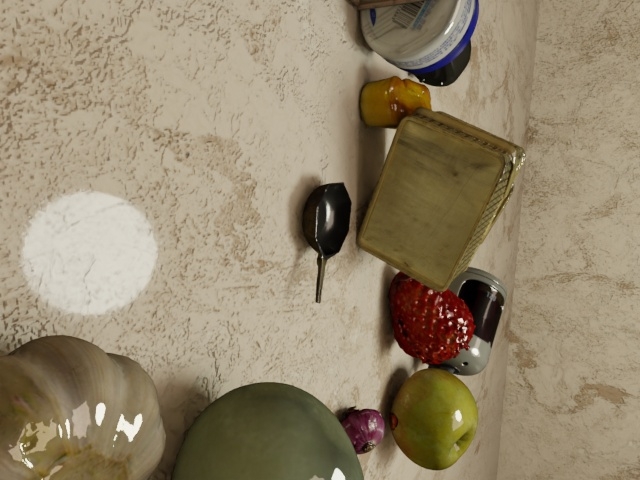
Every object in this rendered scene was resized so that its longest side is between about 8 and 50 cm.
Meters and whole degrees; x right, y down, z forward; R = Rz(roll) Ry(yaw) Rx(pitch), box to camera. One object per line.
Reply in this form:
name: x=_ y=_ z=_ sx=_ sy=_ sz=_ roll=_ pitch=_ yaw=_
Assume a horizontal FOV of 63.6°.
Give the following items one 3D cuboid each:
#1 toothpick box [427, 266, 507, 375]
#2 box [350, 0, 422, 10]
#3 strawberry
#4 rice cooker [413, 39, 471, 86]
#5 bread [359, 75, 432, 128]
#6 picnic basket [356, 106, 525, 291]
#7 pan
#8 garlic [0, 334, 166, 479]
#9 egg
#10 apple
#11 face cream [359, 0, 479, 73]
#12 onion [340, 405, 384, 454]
toothpick box: x=0.402 y=0.257 z=1.522 sx=0.317 sy=0.228 sz=0.229 roll=-65 pitch=146 yaw=-24
box: x=0.120 y=-0.553 z=0.807 sx=0.190 sy=0.225 sz=0.297 roll=-7 pitch=103 yaw=-57
strawberry: x=0.255 y=0.172 z=1.260 sx=0.205 sy=0.205 sz=0.245 roll=-52 pitch=121 yaw=-41
rice cooker: x=0.259 y=-0.437 z=1.160 sx=0.118 sy=0.142 sz=0.203 roll=-60 pitch=142 yaw=-13
bread: x=0.173 y=-0.287 z=1.096 sx=0.245 sy=0.094 sz=0.102 roll=-13 pitch=103 yaw=-58
picnic basket: x=0.246 y=-0.091 z=1.049 sx=0.175 sy=0.228 sz=0.313 roll=-26 pitch=141 yaw=-53
pan: x=-0.006 y=-0.010 z=0.894 sx=0.202 sy=0.048 sz=0.128 roll=-64 pitch=144 yaw=-31
garlic: x=-0.240 y=0.186 z=0.439 sx=0.228 sy=0.152 sz=0.228 roll=-39 pitch=137 yaw=-48
egg: x=-0.065 y=0.354 z=0.676 sx=0.258 sy=0.258 sz=0.353 roll=-36 pitch=122 yaw=-51
apple: x=0.301 y=0.469 z=1.363 sx=0.260 sy=0.194 sz=0.261 roll=-21 pitch=126 yaw=-32
face cream: x=0.178 y=-0.426 z=0.956 sx=0.111 sy=0.205 sz=0.206 roll=0 pitch=97 yaw=-54
onion: x=0.081 y=0.405 z=1.110 sx=0.115 sy=0.115 sz=0.104 roll=56 pitch=6 yaw=-49
